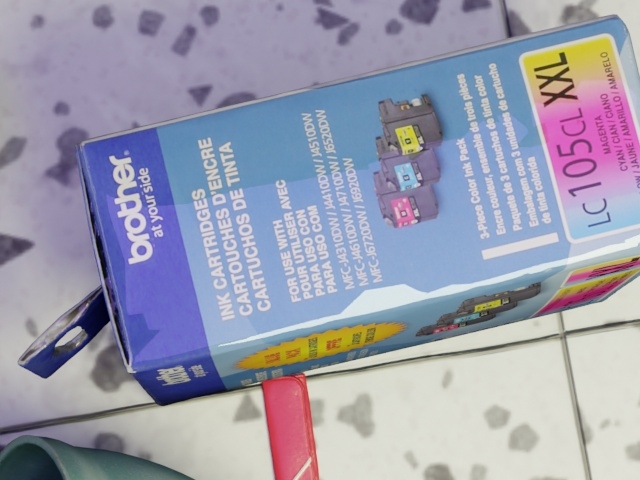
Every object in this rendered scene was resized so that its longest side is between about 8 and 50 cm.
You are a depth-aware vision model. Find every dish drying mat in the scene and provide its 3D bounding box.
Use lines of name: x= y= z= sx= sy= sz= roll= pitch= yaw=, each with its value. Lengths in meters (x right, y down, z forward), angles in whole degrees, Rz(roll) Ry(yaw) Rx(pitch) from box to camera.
dish drying mat: x=-0.021 y=0.138 z=1.232 sx=0.032 sy=0.008 sz=0.083 roll=-8 pitch=86 yaw=-1

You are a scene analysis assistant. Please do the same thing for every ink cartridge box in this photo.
ink cartridge box: x=0.000 y=0.000 z=1.113 sx=0.396 sy=0.270 sz=0.151 roll=-12 pitch=80 yaw=-2

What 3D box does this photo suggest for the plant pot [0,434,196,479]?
plant pot: x=-0.106 y=0.277 z=1.103 sx=0.196 sy=0.293 sz=0.293 roll=8 pitch=85 yaw=-27
